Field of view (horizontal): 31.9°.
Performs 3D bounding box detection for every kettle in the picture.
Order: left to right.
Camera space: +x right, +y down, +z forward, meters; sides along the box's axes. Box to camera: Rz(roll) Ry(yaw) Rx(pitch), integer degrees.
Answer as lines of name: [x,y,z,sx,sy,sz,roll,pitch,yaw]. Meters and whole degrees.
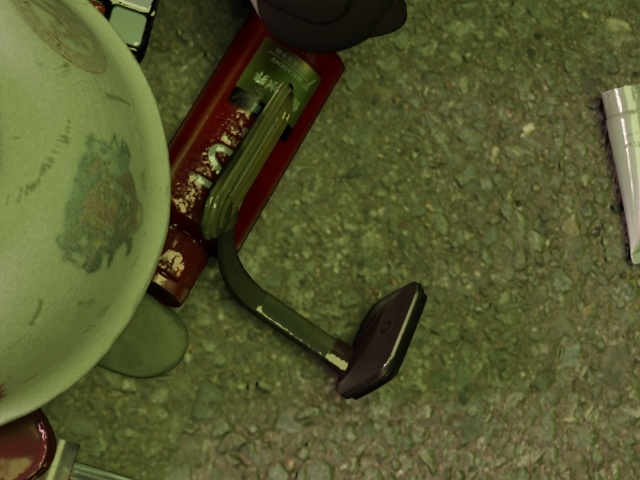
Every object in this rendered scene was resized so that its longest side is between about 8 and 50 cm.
kettle: [-0.034,-0.305,1.080,0.221,0.161,0.236,14,45,-30]

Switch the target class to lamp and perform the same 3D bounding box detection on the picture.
lamp: [-0.006,0.000,1.092,0.283,0.124,0.203,43,56,-24]

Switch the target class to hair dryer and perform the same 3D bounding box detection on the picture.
hair dryer: [-0.214,0.226,1.045,0.114,0.037,0.063,21,73,-22]

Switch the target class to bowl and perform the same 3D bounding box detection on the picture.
bowl: [-0.328,-0.057,0.841,0.435,0.196,0.434,1,85,-8]

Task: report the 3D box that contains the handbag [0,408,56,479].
handbag: [-0.396,0.158,0.955,0.276,0.084,0.260,-32,86,-18]

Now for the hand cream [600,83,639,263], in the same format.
hand cream: [0.371,-0.079,1.299,0.078,0.050,0.204,-13,88,-21]

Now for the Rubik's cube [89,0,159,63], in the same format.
Rubik's cube: [-0.234,-0.244,1.061,0.155,0.151,0.154,16,76,-15]

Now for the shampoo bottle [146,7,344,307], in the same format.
shampoo bottle: [-0.092,-0.084,1.120,0.118,0.076,0.314,38,70,-24]

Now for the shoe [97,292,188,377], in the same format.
shoe: [-0.213,0.067,1.051,0.195,0.078,0.079,27,72,-9]
